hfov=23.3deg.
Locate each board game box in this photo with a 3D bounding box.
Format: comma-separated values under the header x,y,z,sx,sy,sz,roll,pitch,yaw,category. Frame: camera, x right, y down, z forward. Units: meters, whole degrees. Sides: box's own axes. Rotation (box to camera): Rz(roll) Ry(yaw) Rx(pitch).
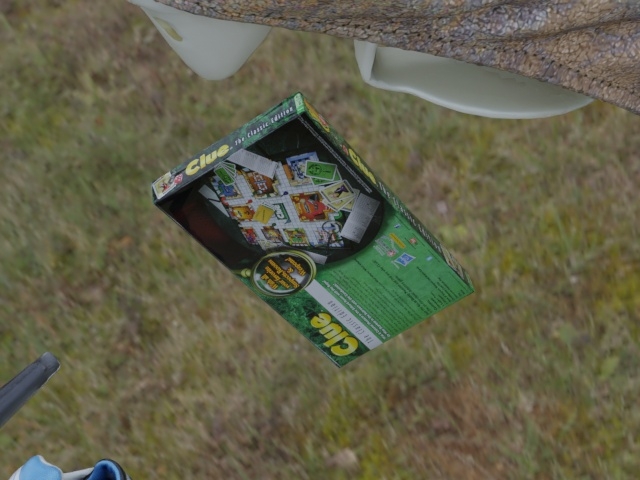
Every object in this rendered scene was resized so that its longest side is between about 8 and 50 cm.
x,y,z,sx,sy,sz,roll,pitch,yaw,category
0.000,0.000,1.198,0.136,0.259,0.030,-32,44,14,board game box

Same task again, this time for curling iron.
x,y,z,sx,sy,sz,roll,pitch,yaw,category
-0.303,0.165,1.150,0.274,0.068,0.035,-35,14,-27,curling iron

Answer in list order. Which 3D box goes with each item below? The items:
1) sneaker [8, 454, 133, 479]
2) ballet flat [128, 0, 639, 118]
x,y,z,sx,sy,sz,roll,pitch,yaw,category
-0.142,0.208,1.139,0.085,0.237,0.086,35,97,35,sneaker
0.016,-0.085,0.449,0.316,0.106,0.107,13,53,-25,ballet flat
